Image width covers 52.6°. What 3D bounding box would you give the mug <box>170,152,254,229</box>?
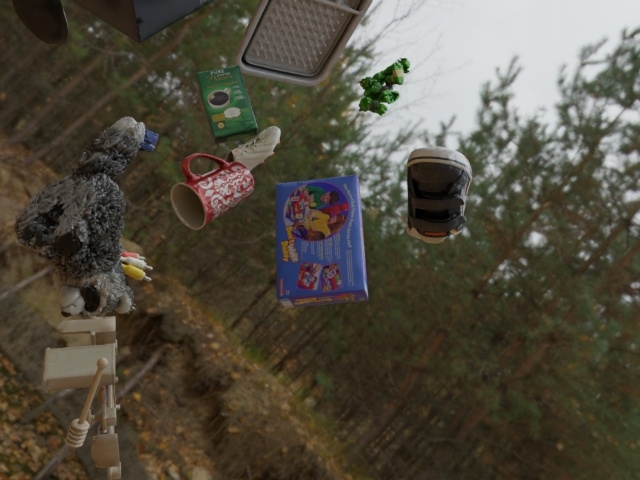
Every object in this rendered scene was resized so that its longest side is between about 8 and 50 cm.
[{"bbox_3d":[-0.237,-0.123,1.468,0.113,0.169,0.150,31,-48,25],"label":"mug"}]

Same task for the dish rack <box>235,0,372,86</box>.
[{"bbox_3d":[-0.051,-0.553,1.634,0.285,0.333,0.072,1,49,-36],"label":"dish rack"}]

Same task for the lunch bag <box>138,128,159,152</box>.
[{"bbox_3d":[-0.527,-0.293,1.911,0.067,0.065,0.098,22,-5,-44],"label":"lunch bag"}]

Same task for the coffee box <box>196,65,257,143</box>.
[{"bbox_3d":[-0.232,-0.338,1.604,0.040,0.113,0.184,114,-41,-72],"label":"coffee box"}]

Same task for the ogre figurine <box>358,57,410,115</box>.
[{"bbox_3d":[0.171,-0.421,1.807,0.097,0.197,0.118,20,-15,-39],"label":"ogre figurine"}]

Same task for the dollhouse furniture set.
[{"bbox_3d":[-0.637,0.433,1.753,0.303,0.174,0.355,-110,-157,-49],"label":"dollhouse furniture set"}]

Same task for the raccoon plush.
[{"bbox_3d":[-0.477,-0.026,1.512,0.216,0.446,0.299,25,-24,37],"label":"raccoon plush"}]

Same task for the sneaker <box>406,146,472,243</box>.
[{"bbox_3d":[0.234,-0.078,1.288,0.126,0.127,0.321,5,-13,14],"label":"sneaker"}]

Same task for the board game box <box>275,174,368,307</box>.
[{"bbox_3d":[0.000,0.000,1.764,0.078,0.233,0.347,69,18,-63],"label":"board game box"}]

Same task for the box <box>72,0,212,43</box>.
[{"bbox_3d":[-0.484,-0.723,1.687,0.343,0.312,0.179,35,-34,19],"label":"box"}]

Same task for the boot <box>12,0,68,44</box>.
[{"bbox_3d":[-0.716,-0.633,1.588,0.115,0.112,0.305,-112,179,-48],"label":"boot"}]

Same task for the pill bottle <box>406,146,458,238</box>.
[{"bbox_3d":[0.276,-0.112,1.576,0.119,0.208,0.119,12,-17,4],"label":"pill bottle"}]

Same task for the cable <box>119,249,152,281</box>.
[{"bbox_3d":[-0.642,0.046,1.945,0.287,0.072,0.139,27,23,-45],"label":"cable"}]

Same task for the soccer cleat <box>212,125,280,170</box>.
[{"bbox_3d":[-0.178,-0.211,1.586,0.076,0.196,0.068,42,4,-42],"label":"soccer cleat"}]

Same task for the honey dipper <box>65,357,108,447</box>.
[{"bbox_3d":[-0.374,0.261,1.051,0.030,0.160,0.030,23,12,-5],"label":"honey dipper"}]
